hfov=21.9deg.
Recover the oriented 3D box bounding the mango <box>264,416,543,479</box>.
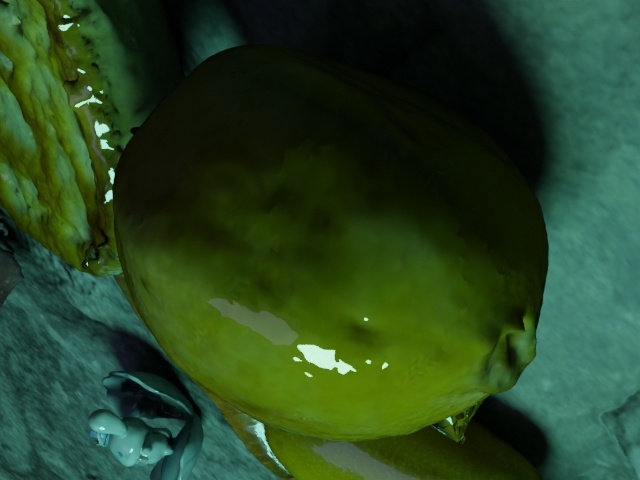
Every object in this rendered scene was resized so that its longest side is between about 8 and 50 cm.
[{"bbox_3d":[0.052,0.126,0.972,0.184,0.085,0.102,19,139,22],"label":"mango"}]

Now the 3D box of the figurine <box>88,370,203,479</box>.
[{"bbox_3d":[-0.133,0.141,1.217,0.086,0.082,0.094,29,152,-12],"label":"figurine"}]

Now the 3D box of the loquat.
[{"bbox_3d":[0.000,0.000,0.781,0.234,0.176,0.187,31,-179,23],"label":"loquat"}]

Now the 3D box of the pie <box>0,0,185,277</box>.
[{"bbox_3d":[-0.173,-0.127,0.929,0.315,0.092,0.315,39,147,33],"label":"pie"}]

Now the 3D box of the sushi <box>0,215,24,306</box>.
[{"bbox_3d":[-0.338,-0.009,1.281,0.241,0.107,0.161,44,153,3],"label":"sushi"}]

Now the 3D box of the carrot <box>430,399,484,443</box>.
[{"bbox_3d":[0.002,0.031,0.945,0.228,0.069,0.069,33,147,20],"label":"carrot"}]

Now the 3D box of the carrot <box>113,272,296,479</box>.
[{"bbox_3d":[-0.063,0.080,1.090,0.059,0.059,0.248,-1,128,52],"label":"carrot"}]
